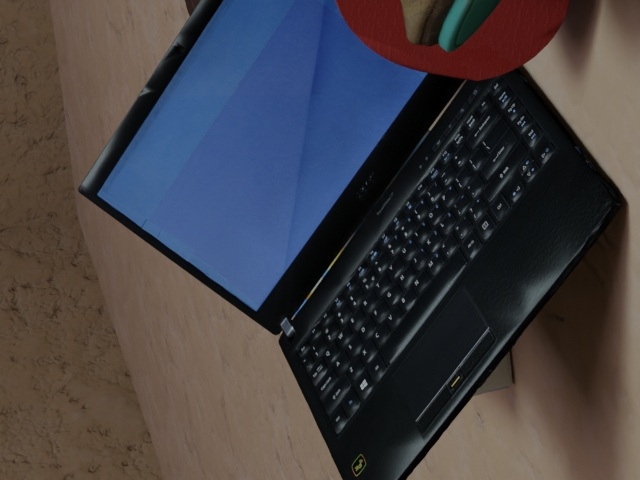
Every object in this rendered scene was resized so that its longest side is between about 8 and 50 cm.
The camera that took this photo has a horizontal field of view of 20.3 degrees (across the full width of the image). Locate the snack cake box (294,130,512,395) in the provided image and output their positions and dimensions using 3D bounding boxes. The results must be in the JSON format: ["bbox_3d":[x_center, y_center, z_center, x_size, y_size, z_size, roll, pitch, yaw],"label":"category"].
[{"bbox_3d":[0.038,0.000,1.227,0.264,0.089,0.152,-140,39,-69],"label":"snack cake box"}]

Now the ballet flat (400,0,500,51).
[{"bbox_3d":[0.073,-0.205,0.724,0.124,0.116,0.342,37,153,2],"label":"ballet flat"}]

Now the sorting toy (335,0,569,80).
[{"bbox_3d":[0.081,-0.261,0.859,0.126,0.127,0.365,-70,-14,-51],"label":"sorting toy"}]

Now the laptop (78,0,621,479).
[{"bbox_3d":[0.003,-0.024,1.009,0.234,0.136,0.264,-55,35,21],"label":"laptop"}]

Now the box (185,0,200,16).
[{"bbox_3d":[-0.033,-0.316,1.148,0.381,0.143,0.191,101,154,-55],"label":"box"}]
